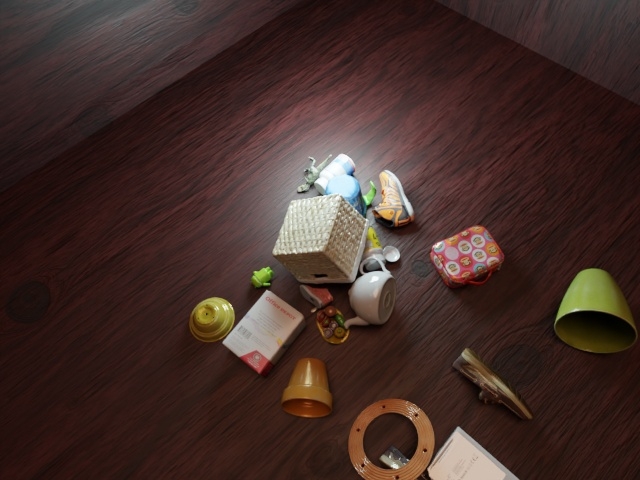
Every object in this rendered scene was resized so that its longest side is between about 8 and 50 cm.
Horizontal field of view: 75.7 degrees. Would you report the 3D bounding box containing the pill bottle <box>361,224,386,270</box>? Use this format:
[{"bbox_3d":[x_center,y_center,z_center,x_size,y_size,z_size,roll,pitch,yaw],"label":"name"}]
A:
[{"bbox_3d":[0.232,0.033,1.989,0.119,0.119,0.208,-18,63,-4],"label":"pill bottle"}]

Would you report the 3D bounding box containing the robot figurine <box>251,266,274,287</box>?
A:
[{"bbox_3d":[-0.283,0.180,1.992,0.115,0.067,0.101,-38,60,-14],"label":"robot figurine"}]

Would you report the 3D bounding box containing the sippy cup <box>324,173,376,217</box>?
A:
[{"bbox_3d":[0.116,-0.205,2.065,0.240,0.224,0.305,28,68,18],"label":"sippy cup"}]

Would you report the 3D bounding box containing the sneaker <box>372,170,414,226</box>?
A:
[{"bbox_3d":[0.334,-0.210,2.102,0.180,0.124,0.320,-20,63,-6],"label":"sneaker"}]

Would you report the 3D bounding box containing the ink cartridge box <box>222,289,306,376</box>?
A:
[{"bbox_3d":[-0.241,0.414,1.831,0.226,0.131,0.306,33,69,21],"label":"ink cartridge box"}]

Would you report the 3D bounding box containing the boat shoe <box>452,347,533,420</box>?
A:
[{"bbox_3d":[0.688,0.600,1.667,0.342,0.123,0.123,43,104,18],"label":"boat shoe"}]

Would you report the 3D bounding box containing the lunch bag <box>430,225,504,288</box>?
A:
[{"bbox_3d":[0.689,0.090,1.914,0.294,0.120,0.258,-22,63,-7],"label":"lunch bag"}]

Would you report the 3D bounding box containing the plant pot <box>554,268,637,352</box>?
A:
[{"bbox_3d":[1.143,0.266,1.719,0.275,0.274,0.293,19,51,15],"label":"plant pot"}]

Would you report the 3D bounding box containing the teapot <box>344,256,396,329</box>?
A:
[{"bbox_3d":[0.214,0.241,1.831,0.187,0.252,0.256,11,31,31],"label":"teapot"}]

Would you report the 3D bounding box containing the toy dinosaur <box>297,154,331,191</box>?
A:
[{"bbox_3d":[-0.041,-0.379,2.227,0.268,0.064,0.118,-51,51,20],"label":"toy dinosaur"}]

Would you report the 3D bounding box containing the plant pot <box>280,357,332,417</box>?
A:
[{"bbox_3d":[-0.049,0.596,1.693,0.206,0.205,0.187,1,48,6],"label":"plant pot"}]

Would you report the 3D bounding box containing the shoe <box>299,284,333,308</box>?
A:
[{"bbox_3d":[-0.020,0.249,1.924,0.081,0.063,0.178,-24,36,-29],"label":"shoe"}]

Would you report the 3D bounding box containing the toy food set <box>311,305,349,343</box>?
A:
[{"bbox_3d":[0.044,0.361,1.864,0.128,0.071,0.217,-28,63,-9],"label":"toy food set"}]

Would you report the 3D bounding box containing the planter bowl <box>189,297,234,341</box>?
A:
[{"bbox_3d":[-0.517,0.354,1.912,0.218,0.090,0.216,-2,63,4],"label":"planter bowl"}]

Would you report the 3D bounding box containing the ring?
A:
[{"bbox_3d":[0.269,0.769,1.581,0.337,0.032,0.336,-18,36,13],"label":"ring"}]

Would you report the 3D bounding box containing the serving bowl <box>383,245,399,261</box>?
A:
[{"bbox_3d":[0.341,0.071,2.005,0.084,0.027,0.083,6,59,-9],"label":"serving bowl"}]

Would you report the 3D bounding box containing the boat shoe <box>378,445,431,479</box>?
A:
[{"bbox_3d":[0.351,0.858,1.522,0.285,0.102,0.092,12,51,44],"label":"boat shoe"}]

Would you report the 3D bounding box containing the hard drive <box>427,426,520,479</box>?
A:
[{"bbox_3d":[0.593,0.917,1.535,0.353,0.047,0.233,38,72,22],"label":"hard drive"}]

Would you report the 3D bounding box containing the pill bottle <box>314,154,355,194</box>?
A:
[{"bbox_3d":[0.073,-0.346,2.199,0.124,0.124,0.221,39,73,22],"label":"pill bottle"}]

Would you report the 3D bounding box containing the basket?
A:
[{"bbox_3d":[0.000,0.000,1.882,0.329,0.266,0.330,-5,57,39],"label":"basket"}]
